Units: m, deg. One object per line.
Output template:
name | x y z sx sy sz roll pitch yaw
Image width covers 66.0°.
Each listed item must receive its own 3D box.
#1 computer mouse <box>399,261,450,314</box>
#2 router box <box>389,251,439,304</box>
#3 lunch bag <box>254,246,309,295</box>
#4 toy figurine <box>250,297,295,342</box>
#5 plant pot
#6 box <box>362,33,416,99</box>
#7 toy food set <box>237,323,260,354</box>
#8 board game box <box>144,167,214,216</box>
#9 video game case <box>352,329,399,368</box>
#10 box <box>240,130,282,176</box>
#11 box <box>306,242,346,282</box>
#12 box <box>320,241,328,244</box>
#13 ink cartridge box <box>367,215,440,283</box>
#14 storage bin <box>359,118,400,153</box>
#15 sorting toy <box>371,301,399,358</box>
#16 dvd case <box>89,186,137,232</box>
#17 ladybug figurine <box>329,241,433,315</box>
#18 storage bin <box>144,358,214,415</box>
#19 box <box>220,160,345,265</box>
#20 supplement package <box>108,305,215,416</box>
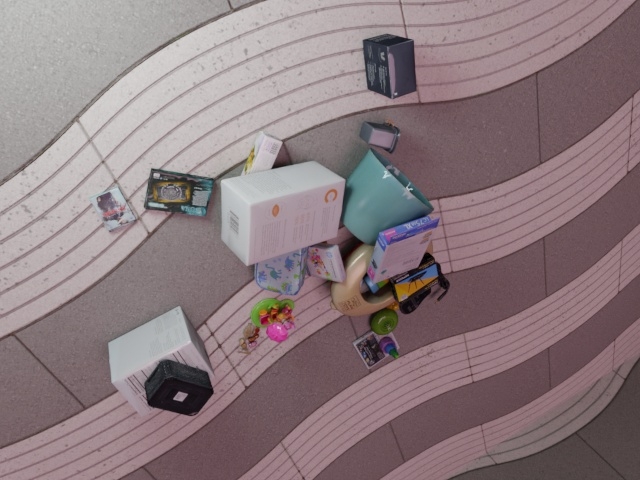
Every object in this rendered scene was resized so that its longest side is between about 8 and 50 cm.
computer mouse | 0.437 0.226 2.106 0.262 0.060 0.184 -47 123 -10
router box | 0.345 0.141 1.816 0.179 0.046 0.133 -28 127 -10
lunch bag | -0.136 0.069 1.679 0.176 0.090 0.218 11 115 10
toy figurine | -0.148 0.301 1.796 0.173 0.159 0.130 -15 122 -19
plant pot | 0.194 -0.123 1.660 0.293 0.293 0.235 31 111 -35
box | 0.210 -0.534 1.506 0.093 0.158 0.155 -21 125 -15
toy food set | -0.267 0.371 1.866 0.078 0.019 0.122 21 98 -34
board game box | -0.428 -0.143 1.494 0.186 0.026 0.126 7 114 -29
video game case | 0.246 0.460 2.163 0.173 0.022 0.190 -33 127 -6
box | -0.218 -0.183 1.551 0.067 0.063 0.323 15 109 -32
box | -0.011 0.068 1.726 0.038 0.186 0.145 -51 138 -40
box | 0.000 0.000 1.748 0.028 0.081 0.136 -32 126 -8
ink cartridge box | 0.266 0.023 1.620 0.186 0.065 0.311 -19 154 -16
storage bin | 0.191 -0.352 1.620 0.091 0.135 0.098 9 113 -19
sorting toy | 0.289 0.345 2.030 0.127 0.126 0.365 -18 121 -17
dvd case | -0.606 -0.090 1.445 0.087 0.013 0.119 -25 126 -12
ladybug figurine | 0.211 0.105 1.859 0.450 0.162 0.305 -33 127 -6
storage bin | -0.441 0.462 1.540 0.180 0.084 0.122 31 101 -37
box | -0.116 -0.094 1.525 0.346 0.168 0.214 -17 130 -34
supplement package | -0.528 0.398 1.639 0.263 0.199 0.197 -28 126 -10
